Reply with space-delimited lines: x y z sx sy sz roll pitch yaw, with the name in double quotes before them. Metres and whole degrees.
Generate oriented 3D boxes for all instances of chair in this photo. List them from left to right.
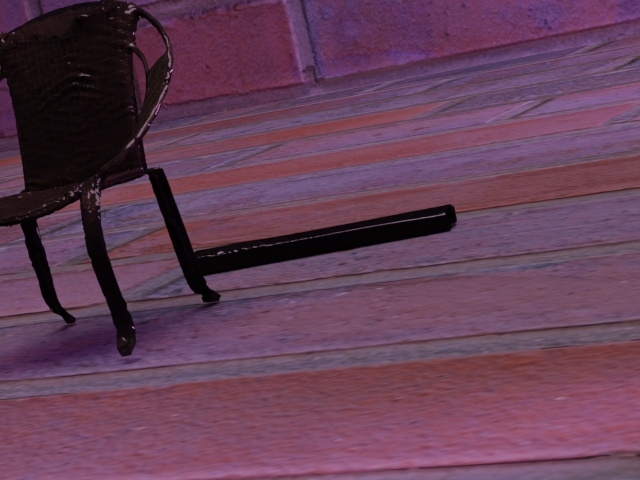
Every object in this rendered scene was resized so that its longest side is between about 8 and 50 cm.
"chair" -0.157 -0.038 0.994 0.174 0.213 0.149 -10 3 21

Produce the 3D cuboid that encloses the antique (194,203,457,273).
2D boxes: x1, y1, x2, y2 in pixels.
"antique" 0.000 0.000 1.158 0.192 0.015 0.031 -11 9 12
